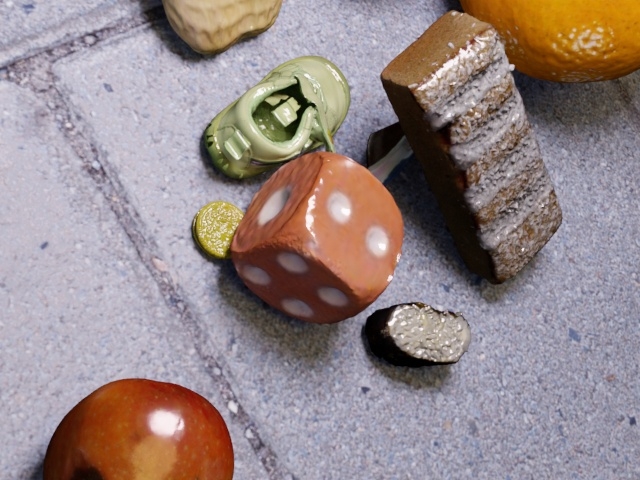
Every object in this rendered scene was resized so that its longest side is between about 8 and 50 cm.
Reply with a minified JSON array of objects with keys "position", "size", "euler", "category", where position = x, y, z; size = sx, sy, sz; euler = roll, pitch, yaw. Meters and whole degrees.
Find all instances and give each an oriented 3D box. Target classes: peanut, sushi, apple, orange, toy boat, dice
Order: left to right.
[{"position":[-0.210,0.282,1.453],"size":[0.230,0.230,0.230],"euler":[10,70,-28],"category":"apple"},{"position":[-0.131,-0.377,1.770],"size":[0.233,0.110,0.196],"euler":[-26,114,-33],"category":"peanut"},{"position":[0.000,0.000,1.682],"size":[0.179,0.174,0.175],"euler":[43,52,-22],"category":"dice"},{"position":[0.141,0.139,1.793],"size":[0.150,0.078,0.090],"euler":[10,76,-29],"category":"sushi"},{"position":[0.173,-0.143,1.882],"size":[0.262,0.114,0.115],"euler":[-25,93,-29],"category":"toy boat"},{"position":[0.424,-0.425,1.960],"size":[0.424,0.424,0.326],"euler":[-44,132,-33],"category":"orange"}]

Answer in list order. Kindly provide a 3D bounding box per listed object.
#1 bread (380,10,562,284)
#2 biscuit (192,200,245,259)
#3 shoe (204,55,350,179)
[{"position":[0.232,-0.123,1.797],"size":[0.165,0.113,0.416],"euler":[-43,132,-16],"category":"bread"},{"position":[-0.137,-0.014,1.709],"size":[0.084,0.023,0.084],"euler":[9,72,-29],"category":"biscuit"},{"position":[-0.045,-0.172,1.769],"size":[0.262,0.128,0.140],"euler":[-34,107,-31],"category":"shoe"}]
